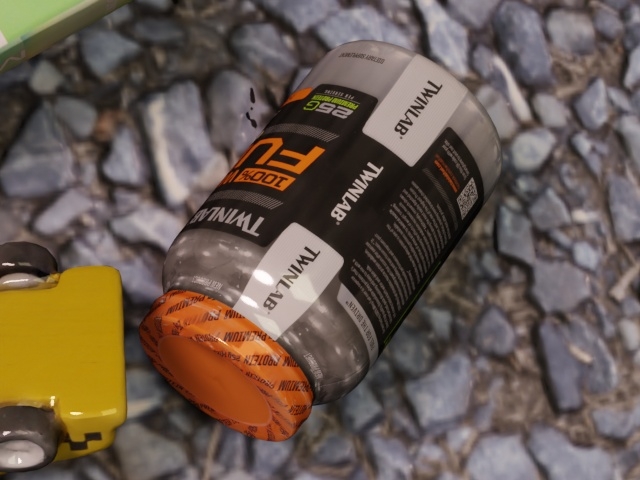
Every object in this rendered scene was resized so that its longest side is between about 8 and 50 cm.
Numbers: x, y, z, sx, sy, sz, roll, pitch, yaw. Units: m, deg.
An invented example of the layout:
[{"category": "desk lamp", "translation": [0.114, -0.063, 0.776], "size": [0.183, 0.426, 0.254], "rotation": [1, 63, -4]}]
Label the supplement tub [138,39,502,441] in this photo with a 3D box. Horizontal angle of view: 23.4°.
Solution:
[{"category": "supplement tub", "translation": [0.000, 0.000, 0.776], "size": [0.117, 0.117, 0.190], "rotation": [43, 62, -12]}]

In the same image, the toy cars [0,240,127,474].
[{"category": "toy cars", "translation": [-0.247, 0.128, 0.630], "size": [0.176, 0.087, 0.394], "rotation": [37, 60, 25]}]

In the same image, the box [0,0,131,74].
[{"category": "box", "translation": [-0.266, -0.132, 0.649], "size": [0.322, 0.058, 0.232], "rotation": [-31, 93, -10]}]
